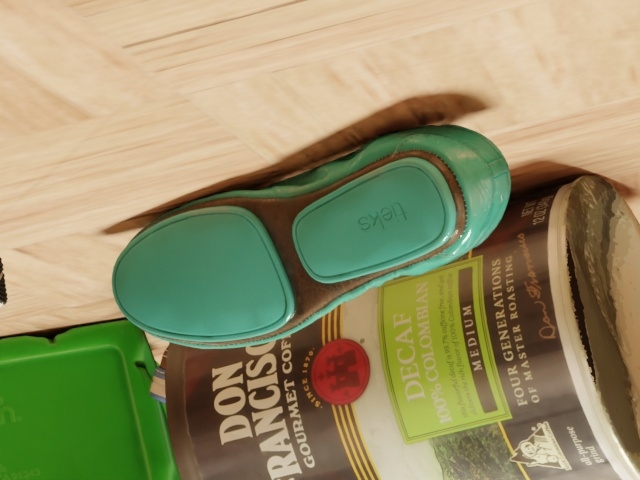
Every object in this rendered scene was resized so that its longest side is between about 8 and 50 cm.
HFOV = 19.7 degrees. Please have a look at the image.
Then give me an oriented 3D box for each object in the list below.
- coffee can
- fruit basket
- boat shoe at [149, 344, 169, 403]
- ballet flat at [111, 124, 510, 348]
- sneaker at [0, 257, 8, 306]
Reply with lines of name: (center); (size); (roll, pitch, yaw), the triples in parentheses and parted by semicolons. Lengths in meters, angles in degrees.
coffee can: (0.071, 0.092, 1.164); (0.275, 0.201, 0.201); (-17, 167, 25)
fruit basket: (-0.266, 0.244, 1.359); (0.392, 0.283, 0.392); (-13, 154, -6)
boat shoe: (-0.063, 0.083, 1.299); (0.066, 0.066, 0.183); (18, -177, 10)
ballet flat: (0.000, 0.000, 0.962); (0.247, 0.083, 0.087); (-18, -179, 40)
sneaker: (-0.194, 0.020, 0.957); (0.044, 0.040, 0.109); (-10, 169, 1)
